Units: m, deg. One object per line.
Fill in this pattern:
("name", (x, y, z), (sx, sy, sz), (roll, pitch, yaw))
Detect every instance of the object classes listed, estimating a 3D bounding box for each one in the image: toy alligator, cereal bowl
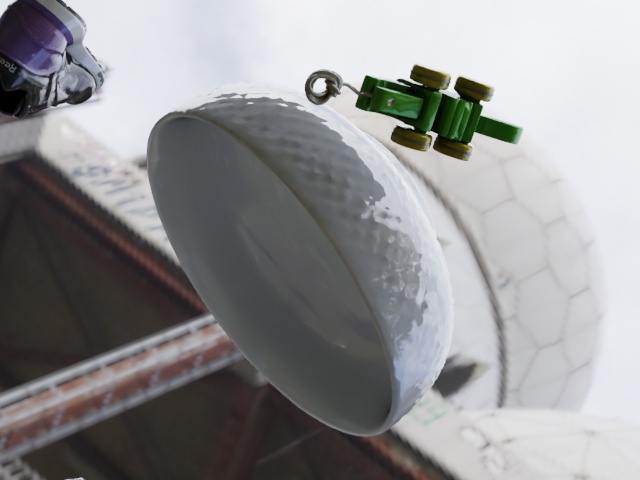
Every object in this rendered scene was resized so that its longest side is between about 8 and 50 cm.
("toy alligator", (0.058, -0.096, 1.085), (0.051, 0.189, 0.056), (33, -71, 55))
("cereal bowl", (0.000, 0.000, 1.400), (0.339, 0.141, 0.339), (41, -29, 28))

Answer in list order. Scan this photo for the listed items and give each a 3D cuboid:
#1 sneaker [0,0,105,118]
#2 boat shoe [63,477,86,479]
("sneaker", (-0.328, -0.192, 1.761), (0.107, 0.283, 0.124), (35, -100, 7))
("boat shoe", (-0.049, 0.252, 1.002), (0.319, 0.116, 0.099), (42, -98, 11))
